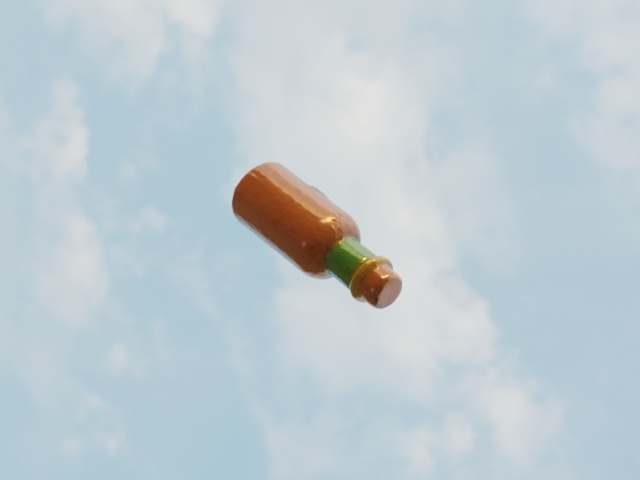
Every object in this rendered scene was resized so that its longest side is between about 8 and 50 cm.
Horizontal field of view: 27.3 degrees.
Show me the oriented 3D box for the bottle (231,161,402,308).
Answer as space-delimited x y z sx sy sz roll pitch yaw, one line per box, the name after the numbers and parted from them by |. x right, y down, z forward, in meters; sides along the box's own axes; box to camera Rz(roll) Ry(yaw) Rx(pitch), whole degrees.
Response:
0.000 0.000 1.152 0.187 0.069 0.069 40 -58 38 | bottle
